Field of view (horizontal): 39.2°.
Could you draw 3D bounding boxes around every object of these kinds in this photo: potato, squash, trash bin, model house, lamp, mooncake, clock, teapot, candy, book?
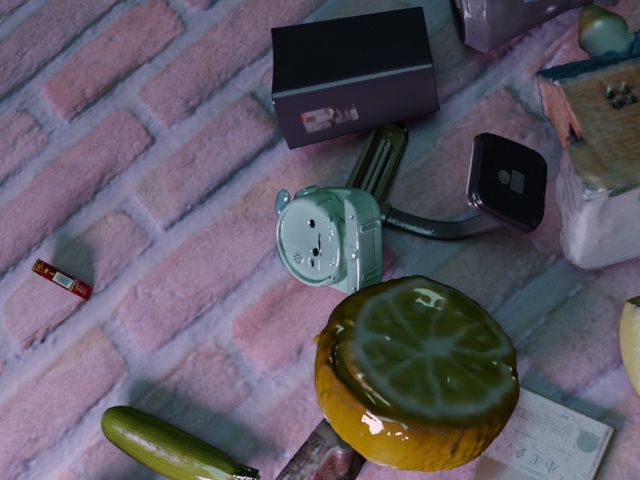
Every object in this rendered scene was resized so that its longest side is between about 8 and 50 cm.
[{"bbox_3d":[0.445,0.131,1.117,0.149,0.081,0.120,-3,108,-19],"label":"potato"},{"bbox_3d":[-0.196,0.293,1.224,0.252,0.066,0.066,21,78,21],"label":"squash"},{"bbox_3d":[0.050,-0.241,1.304,0.226,0.115,0.165,-10,50,8],"label":"trash bin"},{"bbox_3d":[0.400,-0.164,1.160,0.267,0.194,0.324,-15,59,0],"label":"model house"},{"bbox_3d":[0.170,-0.093,1.225,0.283,0.124,0.203,-10,60,46],"label":"lamp"},{"bbox_3d":[0.002,0.292,1.136,0.073,0.130,0.125,37,87,20],"label":"mooncake"},{"bbox_3d":[0.001,0.000,1.235,0.189,0.060,0.148,10,112,43],"label":"clock"},{"bbox_3d":[0.299,-0.365,1.255,0.225,0.171,0.203,-13,24,5],"label":"teapot"},{"bbox_3d":[0.118,0.161,1.109,0.260,0.118,0.260,3,44,-3],"label":"candy"},{"bbox_3d":[0.265,0.292,1.118,0.138,0.016,0.198,23,75,22],"label":"book"}]

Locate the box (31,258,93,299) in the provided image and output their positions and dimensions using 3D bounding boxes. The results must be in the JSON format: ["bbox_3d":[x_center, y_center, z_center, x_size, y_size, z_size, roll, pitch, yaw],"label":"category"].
[{"bbox_3d":[-0.393,0.059,1.368,0.082,0.051,0.023,24,78,21],"label":"box"}]
